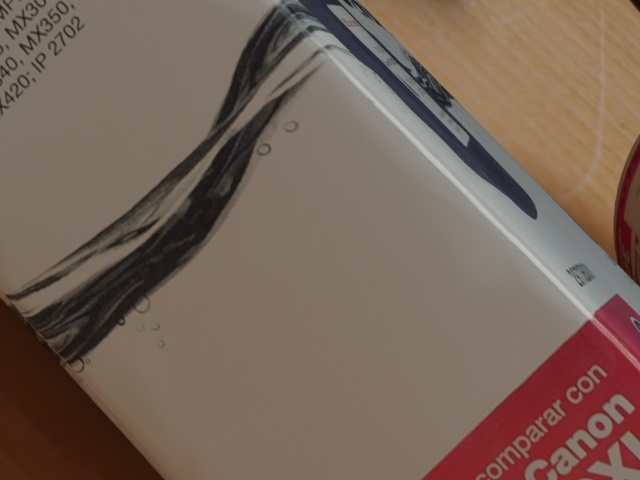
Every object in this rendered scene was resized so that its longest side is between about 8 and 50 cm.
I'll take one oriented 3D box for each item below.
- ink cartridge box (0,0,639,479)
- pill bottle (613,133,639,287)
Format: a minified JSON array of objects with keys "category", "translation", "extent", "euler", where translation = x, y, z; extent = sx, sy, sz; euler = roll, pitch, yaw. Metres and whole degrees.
[{"category":"ink cartridge box","translation":[0.000,0.000,0.401],"extent":[0.237,0.100,0.172],"euler":[46,10,9]},{"category":"pill bottle","translation":[0.208,0.027,0.526],"extent":[0.160,0.160,0.283],"euler":[36,13,-10]}]
